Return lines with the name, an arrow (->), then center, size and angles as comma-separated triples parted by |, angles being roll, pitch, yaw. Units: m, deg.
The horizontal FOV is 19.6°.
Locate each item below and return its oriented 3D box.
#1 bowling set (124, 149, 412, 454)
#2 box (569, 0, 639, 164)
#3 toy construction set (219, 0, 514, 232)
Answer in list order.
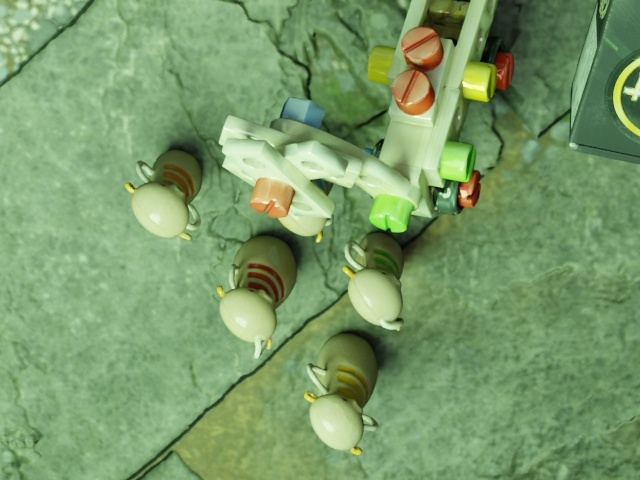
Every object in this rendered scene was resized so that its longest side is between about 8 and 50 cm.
bowling set -> 0.000, 0.000, 1.465 | 0.200, 0.154, 0.287 | -41, 101, 18
box -> 0.373, -0.206, 1.320 | 0.318, 0.097, 0.395 | 11, 132, -1
toy construction set -> 0.064, -0.136, 1.361 | 0.151, 0.215, 0.327 | 26, 76, 22
